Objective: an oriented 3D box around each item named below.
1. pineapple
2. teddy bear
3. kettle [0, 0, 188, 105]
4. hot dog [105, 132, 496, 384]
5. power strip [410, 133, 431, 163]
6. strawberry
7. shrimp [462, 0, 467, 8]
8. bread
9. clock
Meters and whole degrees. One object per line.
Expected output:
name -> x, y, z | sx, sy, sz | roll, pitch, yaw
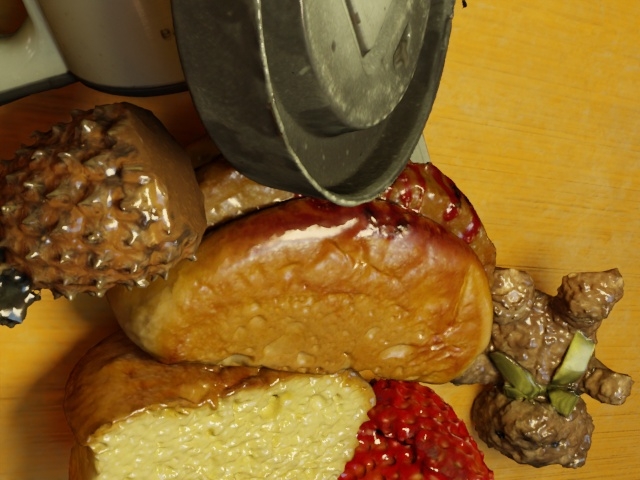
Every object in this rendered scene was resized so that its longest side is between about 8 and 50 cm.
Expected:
pineapple -> -0.276, 0.013, 0.962 | 0.365, 0.165, 0.165 | -25, 131, 14
teddy bear -> 0.269, 0.164, 1.446 | 0.296, 0.246, 0.222 | 65, 29, -72
kettle -> -0.203, -0.302, 0.883 | 0.361, 0.250, 0.376 | -20, 126, -4
hot dog -> 0.000, 0.001, 1.126 | 0.405, 0.185, 0.223 | 8, 119, -25
power strip -> 0.005, -0.096, 1.219 | 0.213, 0.064, 0.198 | -24, 126, -5
strawberry -> 0.108, 0.276, 1.352 | 0.205, 0.244, 0.205 | -14, 117, -30
shrimp -> 0.181, -0.298, 1.254 | 0.174, 0.082, 0.076 | -27, 120, -34
bread -> -0.126, 0.179, 1.178 | 0.340, 0.179, 0.194 | -8, 117, -37
clock -> 0.012, -0.220, 0.897 | 0.386, 0.076, 0.386 | -30, 125, -58
